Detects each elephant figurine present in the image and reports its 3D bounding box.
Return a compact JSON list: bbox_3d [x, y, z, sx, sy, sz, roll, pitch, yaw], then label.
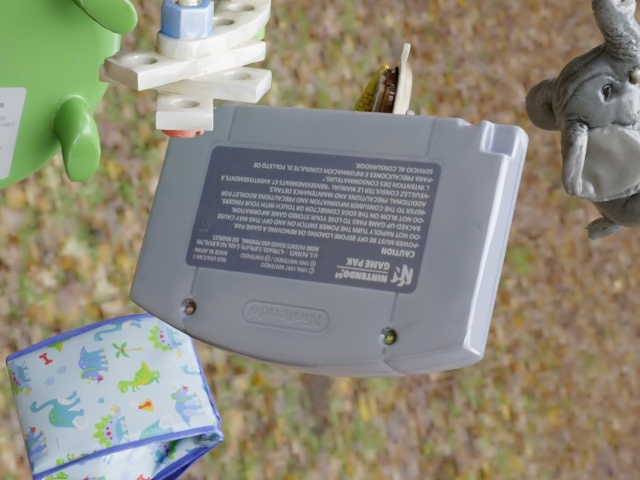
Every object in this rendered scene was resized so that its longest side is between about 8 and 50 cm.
[{"bbox_3d":[0.282,-0.122,1.587,0.239,0.169,0.186,28,81,-31],"label":"elephant figurine"}]

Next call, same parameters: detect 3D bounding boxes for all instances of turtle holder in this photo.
[{"bbox_3d":[-0.283,-0.191,1.145,0.227,0.243,0.320,59,-9,41],"label":"turtle holder"}]

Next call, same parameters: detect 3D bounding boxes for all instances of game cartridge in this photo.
[{"bbox_3d":[0.000,0.000,1.192,0.060,0.294,0.196,37,64,-55],"label":"game cartridge"}]

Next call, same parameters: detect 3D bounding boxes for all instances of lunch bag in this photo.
[{"bbox_3d":[-0.164,0.135,1.302,0.096,0.151,0.129,67,0,-55],"label":"lunch bag"}]

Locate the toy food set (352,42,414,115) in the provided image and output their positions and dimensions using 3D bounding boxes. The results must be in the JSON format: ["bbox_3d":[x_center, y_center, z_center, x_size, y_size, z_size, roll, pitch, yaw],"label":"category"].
[{"bbox_3d":[0.044,-0.090,1.342,0.192,0.038,0.132,-86,-170,-66],"label":"toy food set"}]

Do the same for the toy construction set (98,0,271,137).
[{"bbox_3d":[-0.041,-0.226,0.983,0.215,0.151,0.328,48,-55,57],"label":"toy construction set"}]
